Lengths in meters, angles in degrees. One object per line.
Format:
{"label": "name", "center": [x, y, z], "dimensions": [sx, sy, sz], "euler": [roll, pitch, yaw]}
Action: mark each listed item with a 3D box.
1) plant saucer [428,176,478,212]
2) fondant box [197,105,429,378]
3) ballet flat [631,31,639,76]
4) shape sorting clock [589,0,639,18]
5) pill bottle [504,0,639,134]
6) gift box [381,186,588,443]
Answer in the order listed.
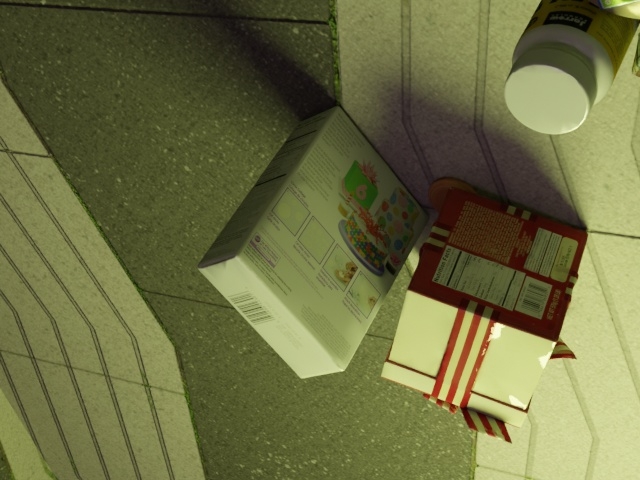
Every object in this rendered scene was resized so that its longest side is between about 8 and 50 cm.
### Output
{"label": "plant saucer", "center": [0.201, -0.060, 1.752], "dimensions": [0.083, 0.013, 0.083], "euler": [19, 140, 17]}
{"label": "fondant box", "center": [0.000, 0.000, 1.697], "dimensions": [0.096, 0.330, 0.238], "euler": [-17, 121, 47]}
{"label": "ballet flat", "center": [0.421, -0.277, 1.323], "dimensions": [0.079, 0.077, 0.221], "euler": [51, 137, 6]}
{"label": "shape sorting clock", "center": [0.346, -0.319, 1.224], "dimensions": [0.206, 0.040, 0.206], "euler": [15, 138, 14]}
{"label": "pill bottle", "center": [0.293, -0.225, 1.347], "dimensions": [0.119, 0.208, 0.119], "euler": [19, 140, 16]}
{"label": "gift box", "center": [0.254, 0.121, 1.716], "dimensions": [0.276, 0.255, 0.258], "euler": [24, 142, 11]}
